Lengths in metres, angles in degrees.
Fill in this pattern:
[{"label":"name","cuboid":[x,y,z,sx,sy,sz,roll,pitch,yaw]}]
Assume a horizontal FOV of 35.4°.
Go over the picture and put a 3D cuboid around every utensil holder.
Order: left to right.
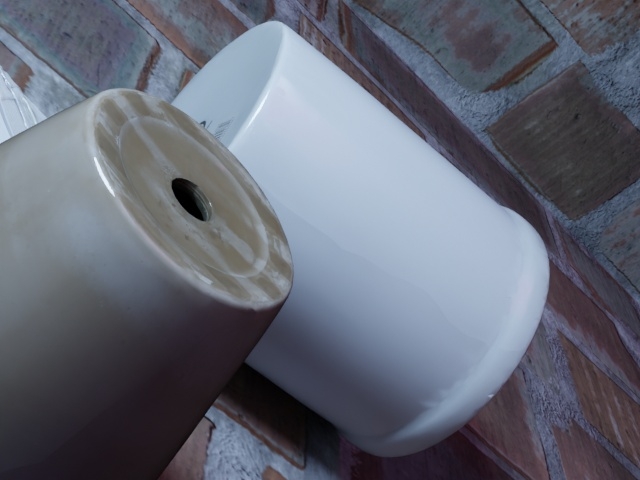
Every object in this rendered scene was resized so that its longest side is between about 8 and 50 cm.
[{"label":"utensil holder","cuboid":[0.000,0.000,1.095,0.385,0.327,0.328,38,26,-23]}]

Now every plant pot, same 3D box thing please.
[{"label":"plant pot","cuboid":[-0.183,0.047,0.732,0.323,0.280,0.323,41,24,-23]}]

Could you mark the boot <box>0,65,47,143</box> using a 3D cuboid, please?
[{"label":"boot","cuboid":[-0.317,-0.115,0.983,0.123,0.095,0.258,8,56,-66]}]
